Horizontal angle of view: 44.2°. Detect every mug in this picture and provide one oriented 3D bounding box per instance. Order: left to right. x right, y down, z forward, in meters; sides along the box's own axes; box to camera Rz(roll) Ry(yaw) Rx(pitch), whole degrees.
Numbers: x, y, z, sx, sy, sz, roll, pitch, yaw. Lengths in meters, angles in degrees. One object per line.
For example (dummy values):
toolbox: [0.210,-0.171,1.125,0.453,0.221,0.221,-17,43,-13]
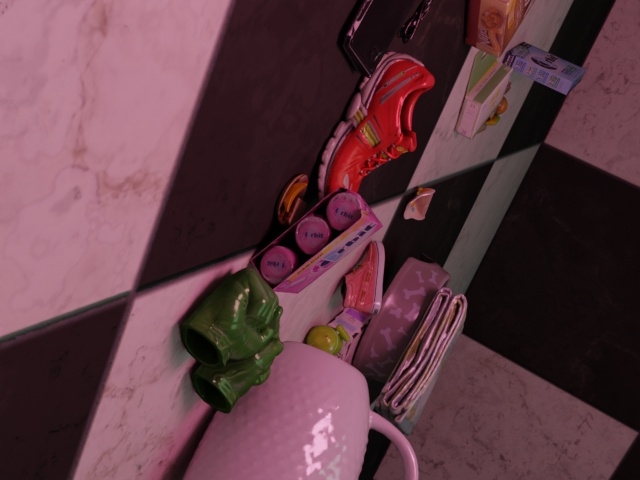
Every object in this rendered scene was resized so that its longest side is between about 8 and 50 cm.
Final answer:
mug: [-0.015,0.374,1.355,0.276,0.374,0.328,103,12,-70]

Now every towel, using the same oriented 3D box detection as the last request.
towel: [0.245,0.294,1.861,0.320,0.090,0.374,-58,165,-12]

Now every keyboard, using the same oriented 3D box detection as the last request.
keyboard: [0.133,-0.383,1.144,0.317,0.033,0.201,-60,157,-1]

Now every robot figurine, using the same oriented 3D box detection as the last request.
robot figurine: [0.009,0.214,1.678,0.101,0.067,0.115,-31,165,6]

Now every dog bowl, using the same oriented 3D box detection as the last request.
dog bowl: [0.205,0.197,1.925,0.348,0.102,0.348,-55,163,-26]

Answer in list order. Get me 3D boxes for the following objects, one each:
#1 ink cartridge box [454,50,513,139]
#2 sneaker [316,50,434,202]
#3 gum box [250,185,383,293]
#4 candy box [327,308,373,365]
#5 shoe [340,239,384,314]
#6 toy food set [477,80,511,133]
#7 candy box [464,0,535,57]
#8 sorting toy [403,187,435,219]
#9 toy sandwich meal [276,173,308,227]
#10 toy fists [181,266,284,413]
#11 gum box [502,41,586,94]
ink cartridge box: [0.402,-0.379,1.883,0.171,0.056,0.235,-49,161,-33]
sneaker: [0.087,-0.153,1.225,0.279,0.118,0.107,-65,162,12]
gum box: [0.000,0.000,1.192,0.188,0.062,0.107,-39,163,12]
candy box: [0.067,0.233,1.870,0.196,0.070,0.164,-37,151,-54]
shoe: [0.089,0.072,1.695,0.063,0.081,0.178,115,-16,-57]
toy food set: [0.484,-0.372,2.150,0.132,0.039,0.192,-32,147,-58]
candy box: [0.398,-0.541,1.549,0.316,0.088,0.183,-58,163,-13]
sorting toy: [0.225,-0.084,1.872,0.075,0.045,0.083,-32,148,-45]
toy sandwich meal: [-0.036,-0.058,1.177,0.085,0.029,0.085,-52,161,-26]
toy fists: [-0.118,0.147,1.163,0.142,0.096,0.279,-52,160,-30]
gum box: [0.585,-0.452,2.060,0.157,0.184,0.041,-37,152,-52]
